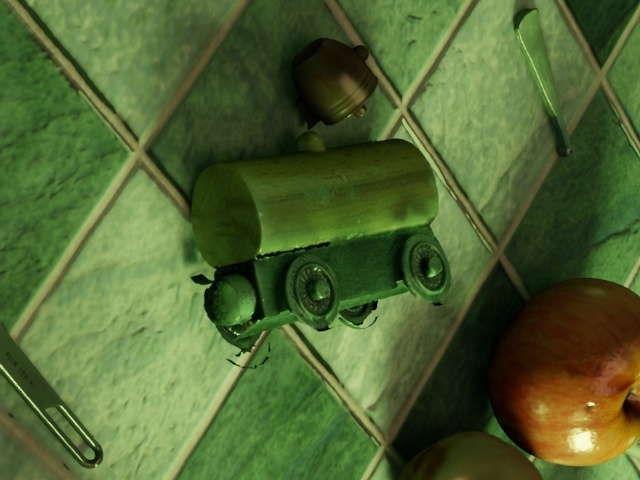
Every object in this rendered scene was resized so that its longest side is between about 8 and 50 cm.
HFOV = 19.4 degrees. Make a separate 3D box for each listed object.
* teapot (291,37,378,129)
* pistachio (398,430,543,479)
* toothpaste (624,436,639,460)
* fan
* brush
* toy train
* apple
[{"bbox_3d":[0.011,-0.153,1.744,0.080,0.085,0.110,48,33,-21],"label":"teapot"},{"bbox_3d":[0.164,0.273,1.979,0.215,0.144,0.144,17,88,-56],"label":"pistachio"},{"bbox_3d":[0.413,0.256,2.337,0.233,0.038,0.060,24,87,-53],"label":"toothpaste"},{"bbox_3d":[0.242,-0.166,2.028,0.038,0.016,0.193,-44,130,-28],"label":"fan"},{"bbox_3d":[-0.247,0.111,1.540,0.062,0.027,0.266,-55,140,-23],"label":"brush"},{"bbox_3d":[-0.006,0.000,1.733,0.307,0.126,0.189,-11,77,-47],"label":"toy train"},{"bbox_3d":[0.288,0.144,2.057,0.209,0.164,0.209,-21,119,-44],"label":"apple"}]
